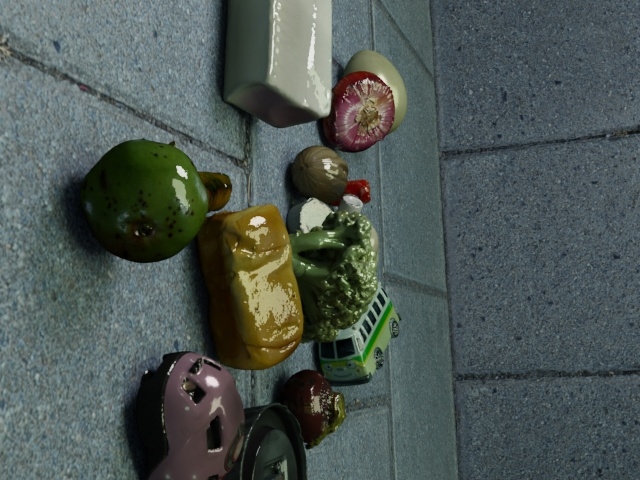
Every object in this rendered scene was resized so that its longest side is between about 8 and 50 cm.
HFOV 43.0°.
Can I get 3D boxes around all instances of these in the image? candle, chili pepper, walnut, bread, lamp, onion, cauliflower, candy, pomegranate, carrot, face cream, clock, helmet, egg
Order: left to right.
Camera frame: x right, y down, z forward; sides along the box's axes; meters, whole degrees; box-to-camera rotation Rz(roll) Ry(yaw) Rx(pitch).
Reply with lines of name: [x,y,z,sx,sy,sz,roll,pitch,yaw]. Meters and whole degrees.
pomegranate: [-0.255,-0.071,1.197,0.224,0.181,0.182,-105,179,-64]
carrot: [-0.212,-0.081,1.420,0.173,0.082,0.082,-15,100,-69]
helmet: [-0.191,0.296,1.290,0.198,0.154,0.253,-59,134,-60]
bread: [-0.126,0.083,1.503,0.166,0.132,0.294,-14,102,-44]
clock: [-0.110,0.481,1.578,0.325,0.067,0.325,-5,90,-70]
candy: [-0.088,-0.431,1.699,0.208,0.145,0.359,17,67,-49]
cauliflower: [-0.018,0.061,1.709,0.281,0.327,0.260,35,14,-5]
lamp: [-0.016,0.360,1.767,0.157,0.134,0.156,60,31,-45]
walnut: [-0.002,-0.157,1.945,0.162,0.140,0.140,62,28,-69]
candle: [0.000,0.000,1.918,0.168,0.068,0.192,5,81,-40]
face cream: [0.045,0.000,2.035,0.092,0.058,0.244,-48,160,-61]
chili pepper: [0.076,-0.128,2.164,0.070,0.123,0.073,43,48,-59]
onion: [0.087,-0.354,2.210,0.230,0.163,0.230,-18,121,-32]
egg: [0.153,-0.426,2.354,0.188,0.188,0.254,-43,121,-66]

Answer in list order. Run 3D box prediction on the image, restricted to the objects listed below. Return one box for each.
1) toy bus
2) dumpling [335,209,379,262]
toy bus: [0.091,0.231,2.059,0.165,0.133,0.276,67,31,-21]
dumpling: [0.078,0.010,2.184,0.155,0.181,0.111,-32,158,-36]
